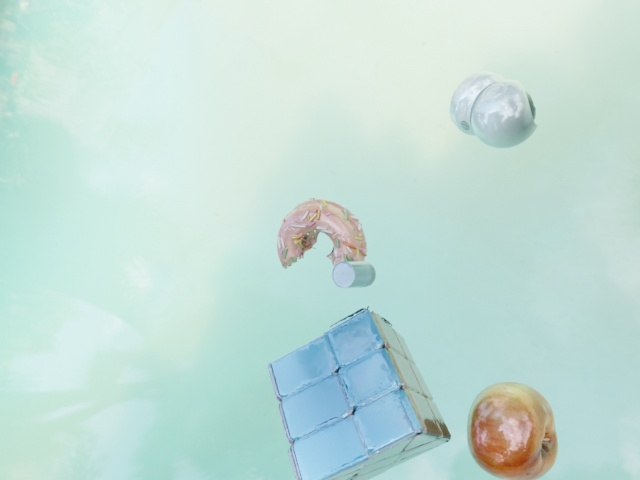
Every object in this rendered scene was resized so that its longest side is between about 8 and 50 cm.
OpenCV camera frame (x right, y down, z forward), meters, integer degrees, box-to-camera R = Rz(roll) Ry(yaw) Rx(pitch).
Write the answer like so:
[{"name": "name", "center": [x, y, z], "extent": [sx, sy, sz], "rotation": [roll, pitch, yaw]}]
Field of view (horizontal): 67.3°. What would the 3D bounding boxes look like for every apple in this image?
[{"name": "apple", "center": [0.415, 0.409, 1.036], "extent": [0.164, 0.209, 0.210], "rotation": [-2, 77, 53]}]

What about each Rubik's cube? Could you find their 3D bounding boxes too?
[{"name": "Rubik's cube", "center": [0.069, 0.293, 0.874], "extent": [0.231, 0.221, 0.225], "rotation": [-30, 57, 11]}]

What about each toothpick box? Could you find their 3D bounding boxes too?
[{"name": "toothpick box", "center": [0.064, 0.064, 0.911], "extent": [0.052, 0.083, 0.052], "rotation": [-2, 86, 34]}]

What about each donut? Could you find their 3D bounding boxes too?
[{"name": "donut", "center": [0.000, 0.000, 1.172], "extent": [0.232, 0.085, 0.199], "rotation": [11, 108, 14]}]

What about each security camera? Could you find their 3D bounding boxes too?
[{"name": "security camera", "center": [0.504, -0.362, 1.370], "extent": [0.195, 0.194, 0.236], "rotation": [-55, 33, 19]}]
